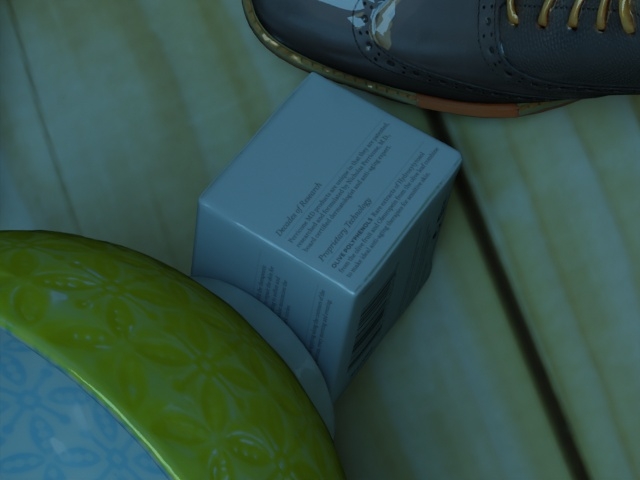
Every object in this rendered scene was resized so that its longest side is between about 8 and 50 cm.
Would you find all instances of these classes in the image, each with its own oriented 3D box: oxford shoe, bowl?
[{"bbox_3d":[0.129,-0.124,0.826,0.363,0.132,0.130,1,89,15],"label":"oxford shoe"},{"bbox_3d":[-0.084,0.103,0.804,0.289,0.156,0.289,23,133,27],"label":"bowl"}]

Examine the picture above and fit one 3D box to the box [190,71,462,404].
[{"bbox_3d":[0.000,0.000,0.854,0.087,0.101,0.102,30,56,13],"label":"box"}]
